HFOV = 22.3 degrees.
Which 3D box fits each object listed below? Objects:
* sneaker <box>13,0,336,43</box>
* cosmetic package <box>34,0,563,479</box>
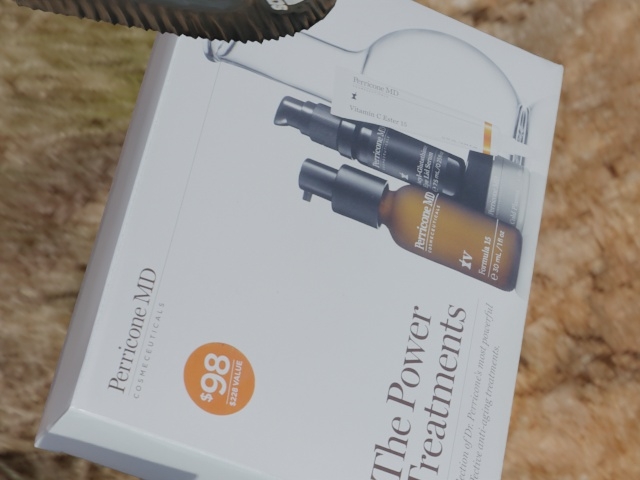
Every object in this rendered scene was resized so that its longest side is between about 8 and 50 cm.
[{"bbox_3d":[-0.174,-0.243,0.672,0.447,0.169,0.257,12,79,16],"label":"sneaker"},{"bbox_3d":[0.000,0.000,1.090,0.284,0.097,0.377,20,61,-14],"label":"cosmetic package"}]
